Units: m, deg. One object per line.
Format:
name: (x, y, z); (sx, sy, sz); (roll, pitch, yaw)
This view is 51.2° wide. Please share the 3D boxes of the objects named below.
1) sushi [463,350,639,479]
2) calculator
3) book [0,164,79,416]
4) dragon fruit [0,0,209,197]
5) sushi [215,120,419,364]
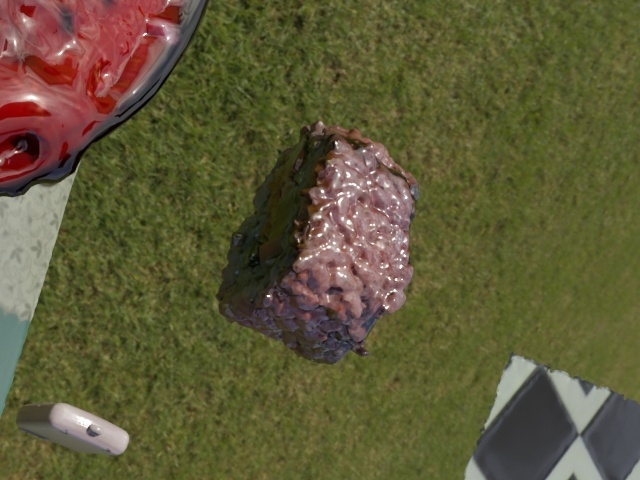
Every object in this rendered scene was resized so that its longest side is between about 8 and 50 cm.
sushi: (0.159, 0.232, 0.350); (0.292, 0.059, 0.293); (26, 83, -33)
calculator: (-0.295, 0.223, 0.790); (0.100, 0.175, 0.032); (36, 58, -28)
book: (-0.284, 0.011, 0.435); (0.264, 0.031, 0.378); (53, 39, -58)
dragon fruit: (-0.146, -0.202, 0.303); (0.282, 0.100, 0.343); (-26, 113, -46)
sushi: (0.000, 0.000, 0.795); (0.171, 0.237, 0.270); (28, 62, -22)
